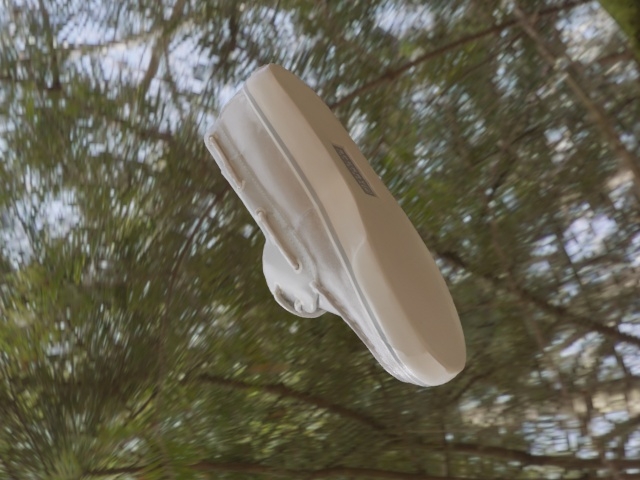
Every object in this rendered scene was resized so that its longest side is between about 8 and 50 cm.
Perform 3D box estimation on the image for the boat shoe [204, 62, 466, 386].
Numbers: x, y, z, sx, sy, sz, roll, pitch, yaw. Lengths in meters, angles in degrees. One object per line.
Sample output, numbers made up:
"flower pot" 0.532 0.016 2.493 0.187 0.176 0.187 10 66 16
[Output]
"boat shoe" 0.000 0.000 0.710 0.063 0.066 0.184 -42 -116 19
